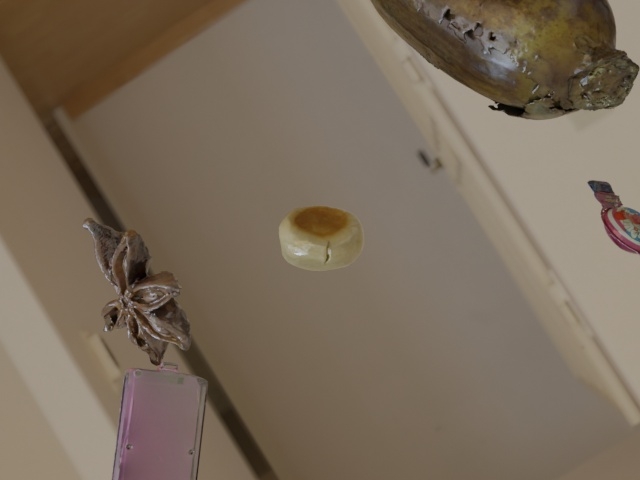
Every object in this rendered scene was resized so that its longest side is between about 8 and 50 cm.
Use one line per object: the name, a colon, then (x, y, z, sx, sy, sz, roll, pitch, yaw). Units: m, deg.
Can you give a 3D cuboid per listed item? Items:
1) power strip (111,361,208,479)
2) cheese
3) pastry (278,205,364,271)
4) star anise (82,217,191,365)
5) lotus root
power strip: (-0.215, 0.299, 1.444, 0.109, 0.279, 0.037, 9, 170, -22)
cheese: (0.409, -0.028, 1.500, 0.095, 0.145, 0.038, 5, 133, -35)
pastry: (0.000, 0.000, 1.982, 0.156, 0.092, 0.156, -1, -152, 1)
star anise: (-0.223, 0.073, 1.421, 0.063, 0.171, 0.208, -35, 133, -39)
lotus root: (0.205, -0.275, 1.332, 0.179, 0.397, 0.196, -46, 148, -6)
